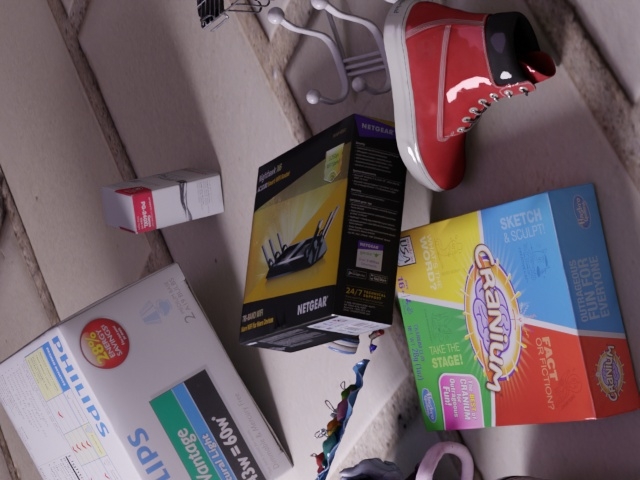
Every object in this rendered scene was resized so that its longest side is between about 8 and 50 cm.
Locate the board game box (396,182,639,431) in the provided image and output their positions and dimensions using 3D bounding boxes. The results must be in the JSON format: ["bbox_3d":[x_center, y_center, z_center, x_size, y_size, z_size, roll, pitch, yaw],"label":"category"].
[{"bbox_3d":[0.203,0.082,1.739,0.316,0.064,0.242,-17,84,59],"label":"board game box"}]

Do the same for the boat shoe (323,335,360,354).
[{"bbox_3d":[0.011,0.092,2.074,0.183,0.066,0.066,32,105,59],"label":"boat shoe"}]

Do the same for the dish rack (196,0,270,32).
[{"bbox_3d":[-0.075,-0.372,1.902,0.271,0.074,0.208,-24,62,58],"label":"dish rack"}]

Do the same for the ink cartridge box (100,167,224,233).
[{"bbox_3d":[-0.233,-0.061,2.342,0.109,0.150,0.063,14,114,57],"label":"ink cartridge box"}]

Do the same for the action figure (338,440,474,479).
[{"bbox_3d":[0.123,0.445,1.913,0.275,0.248,0.370,-23,76,31],"label":"action figure"}]

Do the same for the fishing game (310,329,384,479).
[{"bbox_3d":[0.015,0.227,1.959,0.189,0.041,0.264,106,-173,-85],"label":"fishing game"}]

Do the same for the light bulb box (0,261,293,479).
[{"bbox_3d":[-0.281,0.269,2.366,0.358,0.225,0.361,61,148,0],"label":"light bulb box"}]

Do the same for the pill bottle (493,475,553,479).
[{"bbox_3d":[0.237,0.330,1.670,0.264,0.153,0.153,-5,95,60],"label":"pill bottle"}]

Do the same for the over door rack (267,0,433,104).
[{"bbox_3d":[0.029,-0.331,1.868,0.239,0.108,0.324,-4,95,58],"label":"over door rack"}]

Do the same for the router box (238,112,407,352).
[{"bbox_3d":[0.000,0.000,1.939,0.309,0.081,0.243,156,122,-64],"label":"router box"}]

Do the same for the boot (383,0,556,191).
[{"bbox_3d":[0.173,-0.145,1.713,0.176,0.088,0.244,10,135,26],"label":"boot"}]
